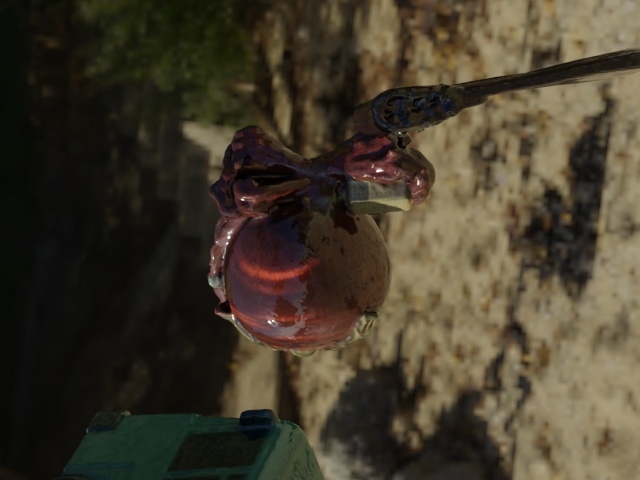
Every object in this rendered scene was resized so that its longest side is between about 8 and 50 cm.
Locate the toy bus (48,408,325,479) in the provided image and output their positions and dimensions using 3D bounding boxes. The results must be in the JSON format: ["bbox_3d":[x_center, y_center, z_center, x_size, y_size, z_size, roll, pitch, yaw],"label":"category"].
[{"bbox_3d":[-0.078,0.188,0.696,0.256,0.147,0.128,-61,-40,-55],"label":"toy bus"}]

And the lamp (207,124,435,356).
[{"bbox_3d":[0.000,0.010,1.399,0.223,0.215,0.151,78,-171,-47],"label":"lamp"}]

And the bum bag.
[{"bbox_3d":[0.099,-0.079,0.862,0.109,0.159,0.026,-148,48,-86],"label":"bum bag"}]
